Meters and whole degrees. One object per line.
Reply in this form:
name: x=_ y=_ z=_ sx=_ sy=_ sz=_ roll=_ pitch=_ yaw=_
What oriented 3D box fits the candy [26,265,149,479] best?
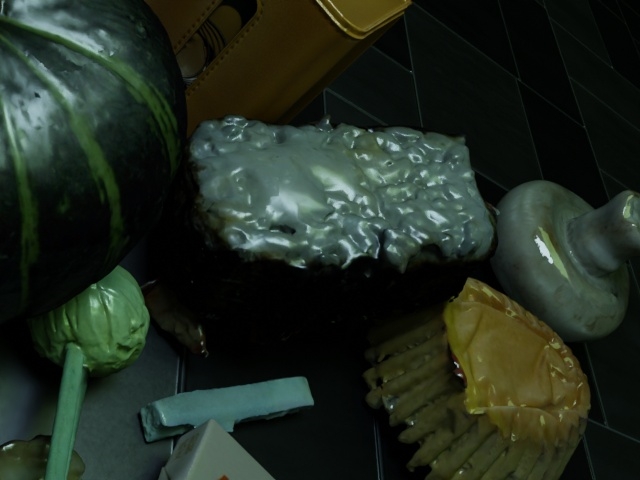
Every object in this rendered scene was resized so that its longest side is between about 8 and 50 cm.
candy: x=-0.169 y=0.129 z=0.571 sx=0.092 sy=0.093 sz=0.335 roll=6 pitch=35 yaw=-11

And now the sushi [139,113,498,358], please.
sushi: x=0.000 y=0.000 z=0.793 sx=0.344 sy=0.181 sz=0.196 roll=-4 pitch=45 yaw=-24

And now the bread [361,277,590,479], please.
bread: x=0.181 y=0.158 z=0.930 sx=0.274 sy=0.149 sz=0.274 roll=21 pitch=51 yaw=-29

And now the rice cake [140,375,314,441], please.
rice cake: x=-0.075 y=0.149 z=0.752 sx=0.180 sy=0.030 sz=0.042 roll=1 pitch=62 yaw=-46

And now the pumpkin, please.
pumpkin: x=-0.251 y=-0.087 z=0.563 sx=0.323 sy=0.241 sz=0.323 roll=17 pitch=48 yaw=-20

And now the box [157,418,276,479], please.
box: x=-0.067 y=0.308 z=0.552 sx=0.204 sy=0.051 sz=0.365 roll=48 pitch=26 yaw=-16

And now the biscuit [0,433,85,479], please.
biscuit: x=-0.192 y=0.261 z=0.524 sx=0.187 sy=0.036 sz=0.273 roll=0 pitch=60 yaw=-49

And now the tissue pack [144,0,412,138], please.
tissue pack: x=-0.086 y=-0.201 z=0.831 sx=0.194 sy=0.274 sz=0.145 roll=49 pitch=36 yaw=-3

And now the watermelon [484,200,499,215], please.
watermelon: x=0.151 y=-0.046 z=1.125 sx=0.180 sy=0.094 sz=0.081 roll=16 pitch=51 yaw=-19

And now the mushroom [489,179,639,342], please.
mushroom: x=0.363 y=0.012 z=1.186 sx=0.244 sy=0.243 sz=0.243 roll=28 pitch=42 yaw=-29
